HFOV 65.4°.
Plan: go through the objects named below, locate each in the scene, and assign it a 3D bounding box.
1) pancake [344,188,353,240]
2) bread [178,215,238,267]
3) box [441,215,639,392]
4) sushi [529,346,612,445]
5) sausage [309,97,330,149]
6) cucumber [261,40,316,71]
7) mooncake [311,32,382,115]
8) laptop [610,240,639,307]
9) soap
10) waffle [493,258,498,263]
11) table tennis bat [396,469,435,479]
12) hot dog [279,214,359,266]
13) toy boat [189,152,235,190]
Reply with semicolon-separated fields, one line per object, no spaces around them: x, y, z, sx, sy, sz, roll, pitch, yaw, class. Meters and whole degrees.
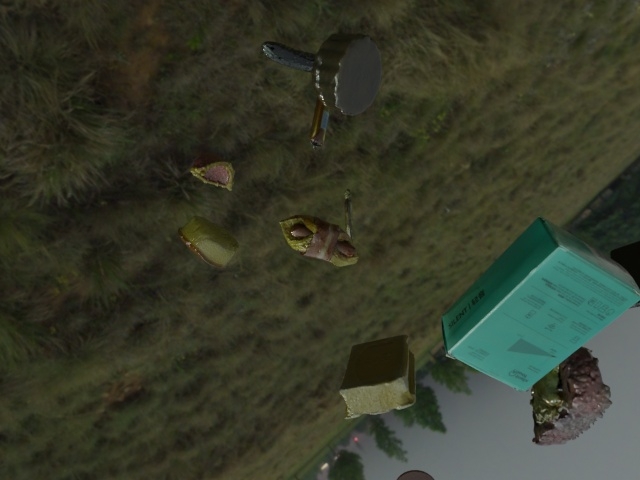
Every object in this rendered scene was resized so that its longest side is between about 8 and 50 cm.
0.104;-0.076;1.813;0.235;0.029;0.211;-81;168;-73;pancake
-0.279;0.011;1.269;0.086;0.125;0.156;-48;135;8;bread
0.409;0.131;0.968;0.311;0.205;0.118;-56;-168;29;box
0.517;0.326;1.086;0.108;0.161;0.241;4;132;-3;sushi
0.007;-0.586;2.330;0.082;0.082;0.371;70;28;-69;sausage
-0.091;-0.677;1.851;0.304;0.072;0.081;-4;121;-38;cucumber
0.072;-0.480;1.438;0.228;0.124;0.228;-33;134;-42;mooncake
0.695;0.066;1.067;0.135;0.016;0.197;-27;-157;43;laptop
0.169;0.381;1.436;0.199;0.091;0.315;-16;-173;14;soap
0.729;0.207;1.845;0.073;0.297;0.317;9;91;-40;waffle
0.183;0.503;0.913;0.087;0.156;0.013;-11;169;9;table tennis bat
0.001;-0.004;1.467;0.093;0.262;0.123;148;-42;-77;hot dog
-0.387;-0.250;1.804;0.141;0.099;0.318;-15;174;5;toy boat
